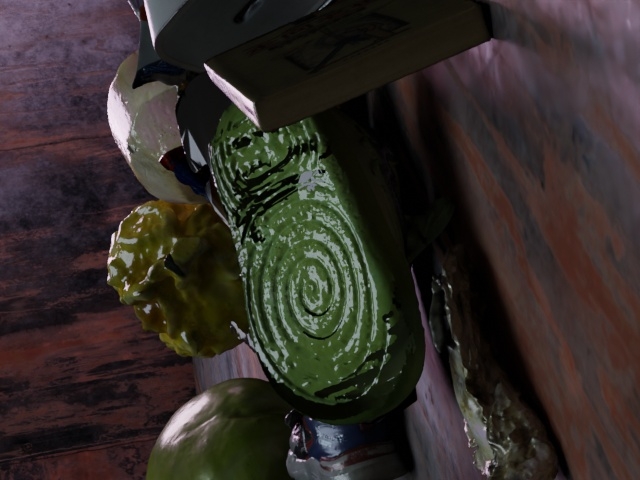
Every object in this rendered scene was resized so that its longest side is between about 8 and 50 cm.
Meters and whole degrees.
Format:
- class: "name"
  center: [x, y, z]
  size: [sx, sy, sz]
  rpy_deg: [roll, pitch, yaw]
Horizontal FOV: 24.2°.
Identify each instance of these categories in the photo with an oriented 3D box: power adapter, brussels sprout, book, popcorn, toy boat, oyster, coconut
- class: "power adapter"
  center: [-0.092, -0.308, 1.402]
  size: [0.187, 0.124, 0.255]
  rpy_deg: [-39, 53, 37]
- class: "brussels sprout"
  center: [-0.075, 0.303, 1.775]
  size: [0.273, 0.243, 0.316]
  rpy_deg: [48, 161, 25]
- class: "book"
  center: [0.011, -0.133, 1.024]
  size: [0.231, 0.161, 0.026]
  rpy_deg: [-132, 19, -72]
- class: "popcorn"
  center: [-0.176, 0.046, 2.075]
  size: [0.225, 0.249, 0.249]
  rpy_deg: [-118, 20, -75]
- class: "toy boat"
  center: [-0.128, -0.176, 1.479]
  size: [0.219, 0.072, 0.318]
  rpy_deg: [5, -120, -59]
- class: "oyster"
  center: [0.114, 0.090, 0.996]
  size: [0.106, 0.061, 0.200]
  rpy_deg: [61, -164, -62]
- class: "coconut"
  center: [-0.177, -0.161, 1.965]
  size: [0.237, 0.197, 0.237]
  rpy_deg: [58, 167, 22]

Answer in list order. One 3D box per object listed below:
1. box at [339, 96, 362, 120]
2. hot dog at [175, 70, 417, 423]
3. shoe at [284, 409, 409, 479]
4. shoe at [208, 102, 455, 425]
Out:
- class: "box"
  center: [0.003, -0.070, 1.415]
  size: [0.141, 0.064, 0.220]
  rpy_deg: [-122, 23, -66]
- class: "hot dog"
  center: [0.003, -0.004, 1.262]
  size: [0.194, 0.107, 0.326]
  rpy_deg: [-24, 81, 49]
- class: "shoe"
  center: [0.012, 0.173, 1.464]
  size: [0.227, 0.099, 0.125]
  rpy_deg: [-170, 63, -75]
- class: "shoe"
  center: [0.015, -0.001, 1.084]
  size: [0.140, 0.128, 0.262]
  rpy_deg: [-37, 70, 41]
